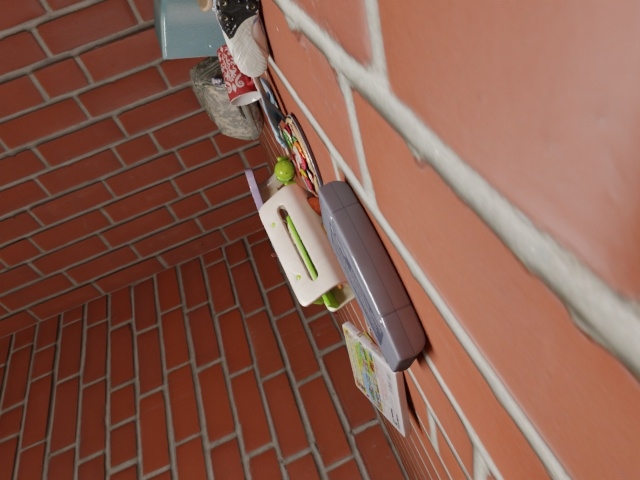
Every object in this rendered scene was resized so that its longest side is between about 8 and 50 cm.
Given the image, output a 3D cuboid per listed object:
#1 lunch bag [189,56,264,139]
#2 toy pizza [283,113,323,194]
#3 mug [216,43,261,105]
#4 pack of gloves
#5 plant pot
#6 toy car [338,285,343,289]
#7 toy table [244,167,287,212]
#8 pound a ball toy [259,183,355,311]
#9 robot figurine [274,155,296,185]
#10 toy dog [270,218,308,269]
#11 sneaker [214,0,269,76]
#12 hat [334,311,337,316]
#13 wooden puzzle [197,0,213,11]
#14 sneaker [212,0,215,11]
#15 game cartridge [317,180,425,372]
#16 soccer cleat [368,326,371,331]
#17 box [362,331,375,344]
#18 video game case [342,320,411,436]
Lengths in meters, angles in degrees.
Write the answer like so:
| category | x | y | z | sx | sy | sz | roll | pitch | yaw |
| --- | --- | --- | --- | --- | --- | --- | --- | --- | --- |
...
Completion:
| category | x | y | z | sx | sy | sz | roll | pitch | yaw |
| --- | --- | --- | --- | --- | --- | --- | --- | --- | --- |
| lunch bag | -0.359 | -0.578 | 1.895 | 0.256 | 0.212 | 0.305 | 43 | 163 | 36 |
| toy pizza | -0.044 | -0.189 | 1.070 | 0.201 | 0.032 | 0.201 | 157 | 90 | -86 |
| mug | -0.247 | -0.538 | 1.489 | 0.113 | 0.150 | 0.169 | -21 | -88 | -58 |
| pack of gloves | -0.108 | -0.334 | 1.186 | 0.195 | 0.046 | 0.232 | 0 | -110 | -82 |
| plant pot | -0.460 | -0.817 | 1.637 | 0.252 | 0.247 | 0.248 | 97 | 155 | -46 |
| toy car | 0.062 | 0.173 | 1.589 | 0.122 | 0.040 | 0.060 | -124 | 12 | -71 |
| toy table | -0.182 | -0.188 | 1.822 | 0.274 | 0.160 | 0.252 | 86 | 166 | -69 |
| pound a ball toy | 0.000 | 0.000 | 1.092 | 0.208 | 0.135 | 0.319 | 23 | -146 | -54 |
| robot figurine | -0.118 | -0.228 | 1.553 | 0.115 | 0.067 | 0.101 | 121 | 134 | -84 |
| toy dog | -0.112 | 0.016 | 1.854 | 0.334 | 0.160 | 0.220 | 106 | 156 | -88 |
| sneaker | -0.150 | -0.418 | 0.888 | 0.237 | 0.085 | 0.086 | 85 | 169 | -66 |
| hat | 0.042 | 0.175 | 1.827 | 0.183 | 0.173 | 0.208 | 31 | 166 | 0 |
| wooden puzzle | -0.339 | -0.820 | 1.174 | 0.348 | 0.080 | 0.322 | 85 | 163 | -58 |
| sneaker | -0.295 | -0.701 | 1.330 | 0.152 | 0.061 | 0.054 | 101 | 147 | -80 |
| game cartridge | 0.076 | 0.056 | 0.744 | 0.196 | 0.060 | 0.294 | 68 | 177 | -68 |
| soccer cleat | 0.114 | 0.173 | 0.975 | 0.083 | 0.035 | 0.029 | -126 | 14 | -71 |
| box | 0.143 | 0.337 | 1.320 | 0.232 | 0.058 | 0.087 | -137 | 23 | -80 |
| video game case | 0.136 | 0.332 | 1.129 | 0.206 | 0.026 | 0.227 | 36 | 147 | 51 |
